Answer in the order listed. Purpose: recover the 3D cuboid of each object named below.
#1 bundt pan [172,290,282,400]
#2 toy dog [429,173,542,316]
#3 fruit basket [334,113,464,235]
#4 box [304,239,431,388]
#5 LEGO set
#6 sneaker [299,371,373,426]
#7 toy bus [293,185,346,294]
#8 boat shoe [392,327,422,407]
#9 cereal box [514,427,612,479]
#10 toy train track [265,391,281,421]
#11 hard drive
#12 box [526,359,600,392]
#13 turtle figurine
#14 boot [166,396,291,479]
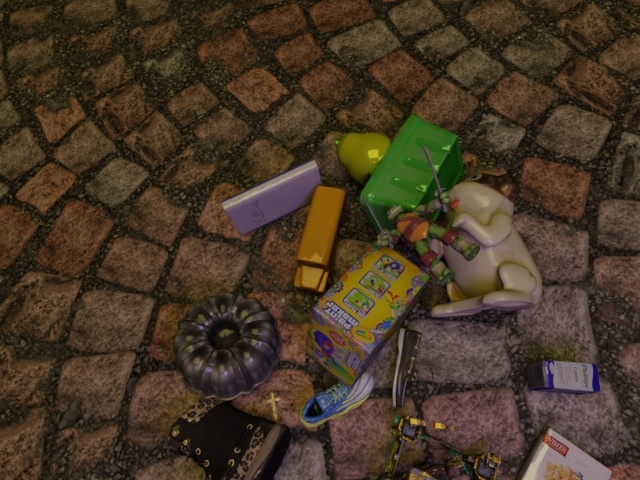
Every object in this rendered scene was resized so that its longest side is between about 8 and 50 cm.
[{"bbox_3d":[-0.280,0.290,1.207,0.331,0.124,0.330,1,55,-1],"label":"bundt pan"},{"bbox_3d":[0.492,-0.002,1.194,0.396,0.284,0.407,0,73,-17],"label":"toy dog"},{"bbox_3d":[0.228,-0.221,1.339,0.392,0.283,0.391,-14,53,19],"label":"fruit basket"},{"bbox_3d":[0.119,0.207,1.118,0.177,0.290,0.279,36,58,18],"label":"box"},{"bbox_3d":[0.305,0.582,0.999,0.331,0.192,0.255,34,65,7],"label":"LEGO set"},{"bbox_3d":[0.048,0.450,1.152,0.240,0.126,0.091,-32,69,-7],"label":"sneaker"},{"bbox_3d":[0.000,0.000,1.335,0.108,0.130,0.332,11,70,10],"label":"toy bus"},{"bbox_3d":[0.251,0.370,1.188,0.069,0.081,0.227,7,66,13],"label":"boat shoe"},{"bbox_3d":[0.612,0.643,1.060,0.173,0.047,0.240,34,75,17],"label":"cereal box"},{"bbox_3d":[-0.139,0.493,1.214,0.048,0.014,0.083,-14,68,0],"label":"toy train track"},{"bbox_3d":[-0.148,-0.138,1.362,0.319,0.210,0.040,-26,68,-5],"label":"hard drive"},{"bbox_3d":[0.660,0.376,1.120,0.137,0.126,0.072,2,67,7],"label":"box"},{"bbox_3d":[0.249,-0.035,1.027,0.198,0.274,0.266,-27,55,-25],"label":"turtle figurine"},{"bbox_3d":[-0.287,0.594,1.060,0.284,0.138,0.377,18,49,27],"label":"boot"}]
